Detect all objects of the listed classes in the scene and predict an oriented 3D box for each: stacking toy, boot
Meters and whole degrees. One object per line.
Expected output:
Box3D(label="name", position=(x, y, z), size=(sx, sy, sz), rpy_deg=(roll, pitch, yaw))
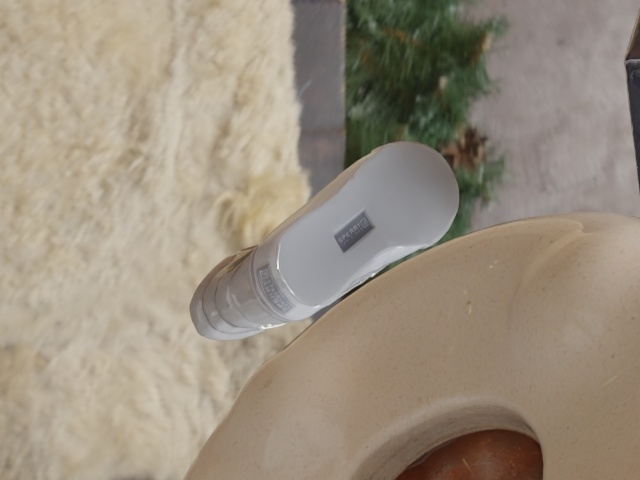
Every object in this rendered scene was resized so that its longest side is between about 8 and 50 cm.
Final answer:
Box3D(label="stacking toy", position=(0.169, 0.249, 0.823), size=(0.351, 0.350, 0.480), rpy_deg=(-36, 121, 12))
Box3D(label="boot", position=(0.000, 0.000, 1.324), size=(0.123, 0.258, 0.095), rpy_deg=(-23, 95, 43))

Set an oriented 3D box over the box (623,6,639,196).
Box3D(label="box", position=(0.413, -0.139, 1.236), size=(0.313, 0.343, 0.178), rpy_deg=(-2, 121, 21))
